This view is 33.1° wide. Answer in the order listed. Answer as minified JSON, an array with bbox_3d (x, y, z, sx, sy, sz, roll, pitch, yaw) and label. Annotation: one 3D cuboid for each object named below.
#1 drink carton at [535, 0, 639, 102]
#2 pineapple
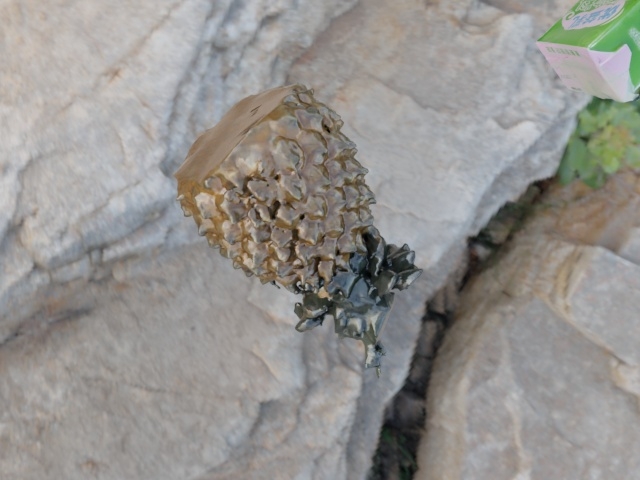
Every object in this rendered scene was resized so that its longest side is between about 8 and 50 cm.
[{"bbox_3d":[0.463,-0.326,1.536,0.271,0.161,0.108,-43,112,-3],"label":"drink carton"},{"bbox_3d":[0.001,-0.001,1.288,0.223,0.223,0.357,-40,108,-5],"label":"pineapple"}]
